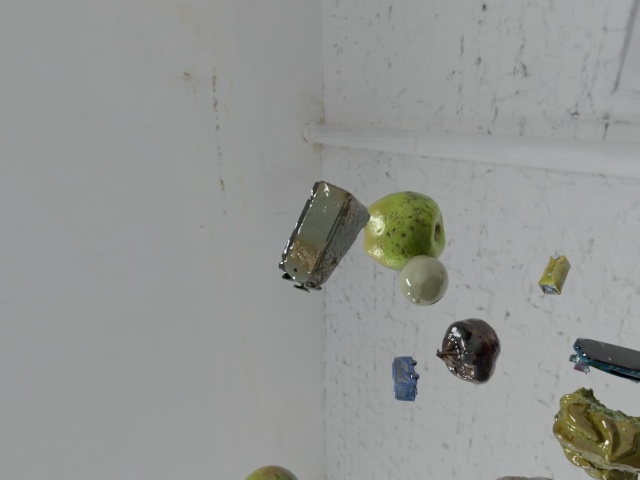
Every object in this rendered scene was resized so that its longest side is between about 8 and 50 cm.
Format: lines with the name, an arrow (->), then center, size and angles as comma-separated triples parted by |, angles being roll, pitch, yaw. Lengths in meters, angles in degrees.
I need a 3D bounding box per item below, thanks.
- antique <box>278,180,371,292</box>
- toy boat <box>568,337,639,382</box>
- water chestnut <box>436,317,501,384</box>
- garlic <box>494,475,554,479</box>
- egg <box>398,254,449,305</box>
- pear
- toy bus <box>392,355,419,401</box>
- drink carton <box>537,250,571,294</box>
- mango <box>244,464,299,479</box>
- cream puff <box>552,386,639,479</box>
antique -> 0.000, 0.000, 1.105 | 0.150, 0.125, 0.284 | 30, -90, -54
toy boat -> 1.006, 0.424, 1.371 | 0.134, 0.299, 0.092 | -45, -33, -66
water chestnut -> 0.752, 0.578, 2.130 | 0.347, 0.335, 0.335 | -6, -73, -29
garlic -> 0.419, 0.604, 0.798 | 0.318, 0.317, 0.259 | -23, -64, -34
egg -> 0.389, 0.154, 1.557 | 0.241, 0.186, 0.185 | -46, -46, -59
pear -> 0.359, -0.034, 1.845 | 0.391, 0.391, 0.390 | -13, -69, -37
toy bus -> 0.312, 0.502, 1.519 | 0.236, 0.094, 0.079 | -44, -42, -78
drink carton -> 0.883, 0.109, 1.535 | 0.084, 0.074, 0.200 | 49, -118, -20
mango -> -0.157, 0.960, 1.475 | 0.225, 0.201, 0.381 | -30, -59, -18
cream puff -> 0.904, 0.659, 1.343 | 0.270, 0.323, 0.274 | -7, -80, -32
